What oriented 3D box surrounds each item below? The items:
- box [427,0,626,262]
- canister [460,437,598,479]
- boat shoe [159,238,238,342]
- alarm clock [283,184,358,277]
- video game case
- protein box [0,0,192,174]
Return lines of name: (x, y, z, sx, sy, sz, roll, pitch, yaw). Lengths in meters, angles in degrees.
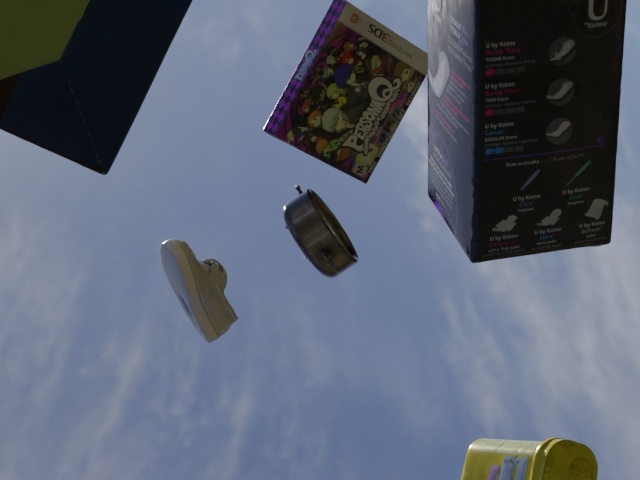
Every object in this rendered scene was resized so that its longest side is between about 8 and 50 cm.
box: (0.189, -0.138, 1.121, 0.165, 0.143, 0.270, -114, 18, -61)
canister: (0.229, 0.286, 1.340, 0.073, 0.170, 0.126, 19, -104, -22)
boat shoe: (-0.143, 0.055, 1.454, 0.066, 0.063, 0.184, 40, 158, 43)
alarm clock: (0.000, 0.000, 1.700, 0.129, 0.064, 0.192, 52, -174, -24)
video game case: (0.048, -0.228, 1.824, 0.210, 0.232, 0.042, 25, -173, -40)
protein box: (-0.188, -0.190, 0.940, 0.136, 0.200, 0.201, 25, -167, -17)
